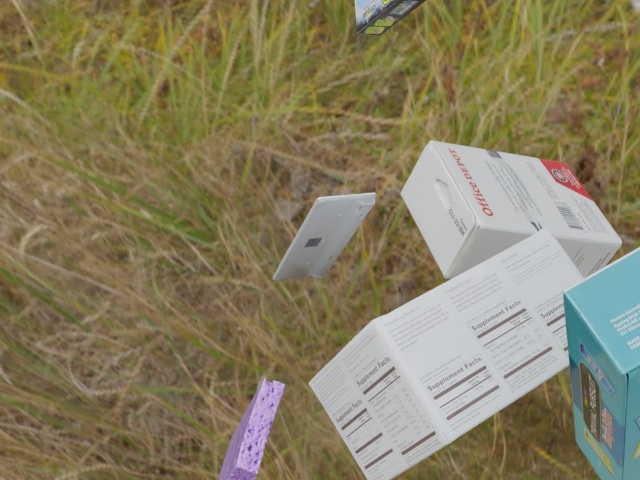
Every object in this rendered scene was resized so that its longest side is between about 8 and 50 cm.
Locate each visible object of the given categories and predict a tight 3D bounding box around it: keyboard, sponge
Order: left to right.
[{"bbox_3d":[-0.094,0.263,1.266,0.031,0.210,0.117,20,55,-5],"label":"sponge"},{"bbox_3d":[0.000,0.000,1.286,0.072,0.256,0.014,0,67,-15],"label":"keyboard"}]

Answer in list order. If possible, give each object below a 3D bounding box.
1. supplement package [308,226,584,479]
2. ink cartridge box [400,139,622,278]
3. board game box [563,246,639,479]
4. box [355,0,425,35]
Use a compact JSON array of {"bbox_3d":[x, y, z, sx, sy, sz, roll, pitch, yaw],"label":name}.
[{"bbox_3d":[0.155,0.131,1.149,0.262,0.204,0.145,-25,75,-30],"label":"supplement package"},{"bbox_3d":[0.284,-0.036,1.567,0.273,0.114,0.197,7,40,-29],"label":"ink cartridge box"},{"bbox_3d":[0.331,0.079,0.845,0.254,0.336,0.079,-29,58,-2],"label":"board game box"},{"bbox_3d":[0.103,-0.345,1.285,0.036,0.207,0.114,1,79,-25],"label":"box"}]
